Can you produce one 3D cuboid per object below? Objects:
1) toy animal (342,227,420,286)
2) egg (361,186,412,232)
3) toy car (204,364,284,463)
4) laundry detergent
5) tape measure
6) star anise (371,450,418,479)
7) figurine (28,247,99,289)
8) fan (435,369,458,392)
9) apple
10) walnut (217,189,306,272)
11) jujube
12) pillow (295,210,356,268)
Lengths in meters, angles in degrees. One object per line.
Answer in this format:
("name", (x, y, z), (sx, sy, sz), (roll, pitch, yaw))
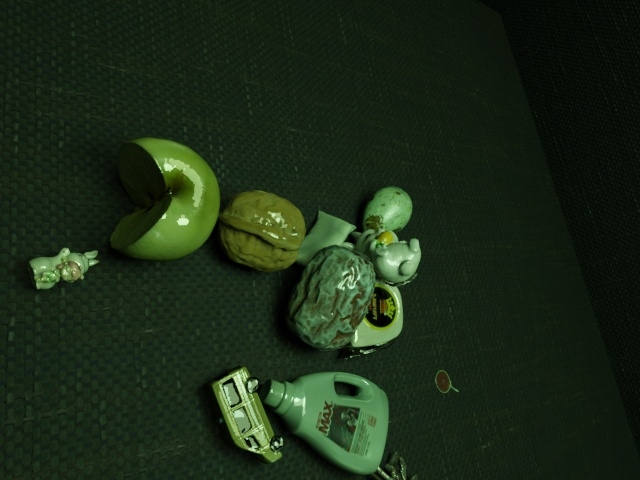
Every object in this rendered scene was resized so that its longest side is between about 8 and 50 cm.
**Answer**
("toy animal", (0.193, 0.044, 1.449), (0.208, 0.325, 0.154), (-31, 114, -42))
("egg", (0.241, -0.100, 1.620), (0.169, 0.169, 0.231), (49, 64, -12))
("toy car", (-0.197, 0.457, 1.114), (0.124, 0.101, 0.257), (-20, 84, -35))
("laundry detergent", (0.012, 0.483, 1.252), (0.397, 0.124, 0.264), (32, 58, -21))
("tape measure", (0.166, 0.262, 1.451), (0.231, 0.133, 0.271), (10, 66, -26))
("star anise", (0.222, 0.747, 1.319), (0.231, 0.089, 0.209), (39, 46, -41))
("figurine", (-0.569, 0.071, 0.991), (0.146, 0.081, 0.098), (-12, 44, -40))
("fan", (0.481, 0.546, 1.658), (0.133, 0.005, 0.085), (36, 54, -20))
("apple", (-0.379, -0.092, 1.085), (0.233, 0.257, 0.295), (4, 73, -37))
("walnut", (-0.171, -0.026, 1.246), (0.257, 0.257, 0.225), (18, 95, -31))
("jujube", (0.033, 0.167, 1.280), (0.226, 0.226, 0.317), (30, 89, -25))
("pillow", (-0.001, -0.001, 1.447), (0.144, 0.078, 0.254), (25, 51, 17))
